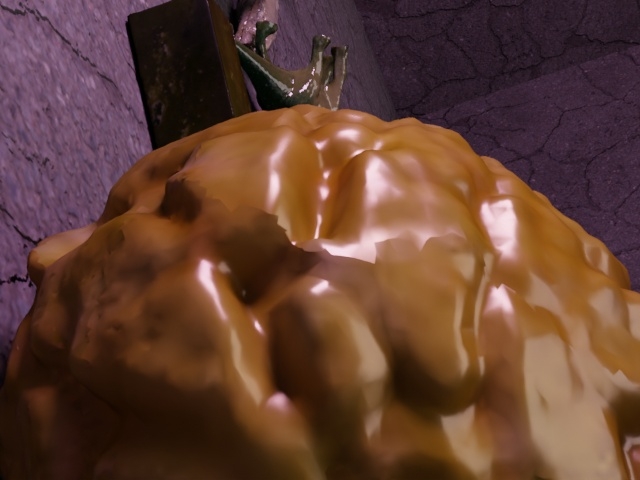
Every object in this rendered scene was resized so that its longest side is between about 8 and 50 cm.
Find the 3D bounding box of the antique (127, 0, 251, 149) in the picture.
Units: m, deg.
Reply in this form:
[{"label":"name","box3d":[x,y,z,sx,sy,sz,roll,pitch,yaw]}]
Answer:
[{"label":"antique","box3d":[-0.105,-0.107,0.813,0.081,0.080,0.220,36,38,-74]}]

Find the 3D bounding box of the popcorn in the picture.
[{"label":"popcorn","box3d":[0.033,0.092,0.517,0.390,0.354,0.344,59,37,-55]}]

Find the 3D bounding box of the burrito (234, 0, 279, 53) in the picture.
[{"label":"burrito","box3d":[-0.091,-0.320,1.260,0.229,0.058,0.063,-94,165,-52]}]

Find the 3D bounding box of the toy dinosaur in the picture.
[{"label":"toy dinosaur","box3d":[-0.032,-0.123,1.200,0.447,0.087,0.300,11,90,-47]}]
